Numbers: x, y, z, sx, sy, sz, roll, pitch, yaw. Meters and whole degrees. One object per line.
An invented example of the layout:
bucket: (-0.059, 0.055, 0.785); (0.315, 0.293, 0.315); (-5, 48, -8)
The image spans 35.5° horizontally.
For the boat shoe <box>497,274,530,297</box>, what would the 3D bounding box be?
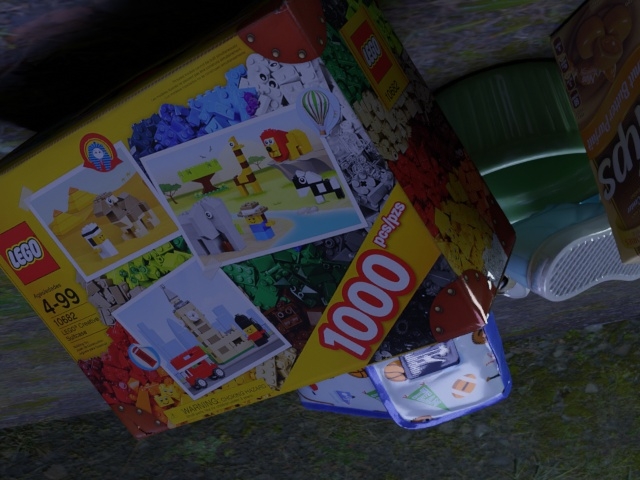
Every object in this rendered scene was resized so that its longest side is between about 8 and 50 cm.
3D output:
boat shoe: (0.350, 0.063, 2.071); (0.113, 0.103, 0.302); (-11, 148, 35)

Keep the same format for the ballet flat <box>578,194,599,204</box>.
ballet flat: (0.448, -0.101, 1.834); (0.077, 0.077, 0.231); (3, 170, 30)

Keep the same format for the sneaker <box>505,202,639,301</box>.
sneaker: (0.395, -0.015, 1.505); (0.366, 0.150, 0.135); (-9, 121, -42)

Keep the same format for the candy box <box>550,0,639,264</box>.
candy box: (0.395, -0.150, 1.186); (0.087, 0.316, 0.183); (-6, 162, -22)

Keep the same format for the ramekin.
ramekin: (0.274, -0.134, 1.446); (0.303, 0.148, 0.303); (-11, 164, -3)

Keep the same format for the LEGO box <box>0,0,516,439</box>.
LEGO box: (-0.097, -0.027, 1.110); (0.500, 0.372, 0.193); (-23, -160, 32)

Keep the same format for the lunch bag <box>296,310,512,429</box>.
lunch bag: (0.100, 0.132, 1.651); (0.385, 0.239, 0.328); (2, 134, 32)
